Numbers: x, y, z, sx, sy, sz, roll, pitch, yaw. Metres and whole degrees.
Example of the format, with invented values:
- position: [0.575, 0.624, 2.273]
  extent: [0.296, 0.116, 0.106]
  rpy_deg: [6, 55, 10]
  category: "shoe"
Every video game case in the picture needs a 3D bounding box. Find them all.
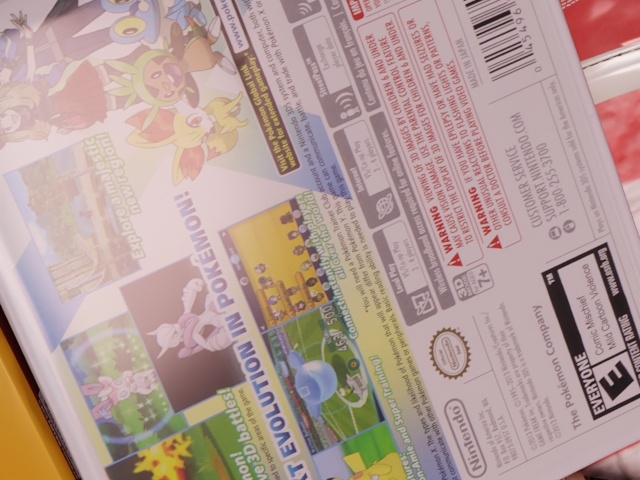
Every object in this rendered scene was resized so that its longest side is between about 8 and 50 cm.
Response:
- position: [0.000, 0.000, 0.777]
  extent: [0.300, 0.036, 0.329]
  rpy_deg: [-24, 106, -10]
  category: "video game case"

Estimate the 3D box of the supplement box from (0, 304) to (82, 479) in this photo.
- position: [-0.185, 0.099, 0.848]
  extent: [0.129, 0.194, 0.191]
  rpy_deg: [-21, 110, 4]
  category: "supplement box"

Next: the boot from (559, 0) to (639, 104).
- position: [0.088, -0.145, 0.837]
  extent: [0.244, 0.088, 0.176]
  rpy_deg: [-22, 105, -1]
  category: "boot"

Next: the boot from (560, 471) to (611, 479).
- position: [0.202, 0.305, 0.942]
  extent: [0.284, 0.138, 0.377]
  rpy_deg: [11, 103, -3]
  category: "boot"
